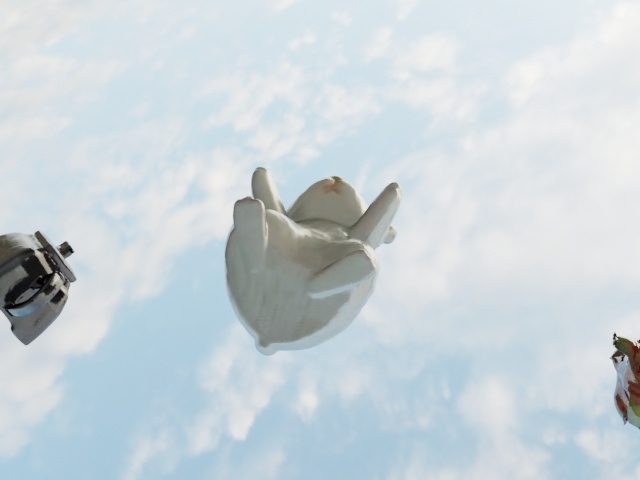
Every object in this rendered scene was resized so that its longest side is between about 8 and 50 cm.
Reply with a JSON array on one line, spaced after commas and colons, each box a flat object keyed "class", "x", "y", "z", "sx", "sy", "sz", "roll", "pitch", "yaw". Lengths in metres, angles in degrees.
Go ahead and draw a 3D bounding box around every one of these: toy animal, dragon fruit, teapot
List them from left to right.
[{"class": "teapot", "x": -0.301, "y": 0.033, "z": 0.824, "sx": 0.096, "sy": 0.087, "sz": 0.177, "roll": -36, "pitch": -153, "yaw": -15}, {"class": "toy animal", "x": 0.000, "y": -0.009, "z": 0.752, "sx": 0.140, "sy": 0.138, "sz": 0.282, "roll": 15, "pitch": -151, "yaw": 9}, {"class": "dragon fruit", "x": 0.416, "y": 0.152, "z": 0.933, "sx": 0.137, "sy": 0.236, "sz": 0.135, "roll": -15, "pitch": -131, "yaw": 6}]
